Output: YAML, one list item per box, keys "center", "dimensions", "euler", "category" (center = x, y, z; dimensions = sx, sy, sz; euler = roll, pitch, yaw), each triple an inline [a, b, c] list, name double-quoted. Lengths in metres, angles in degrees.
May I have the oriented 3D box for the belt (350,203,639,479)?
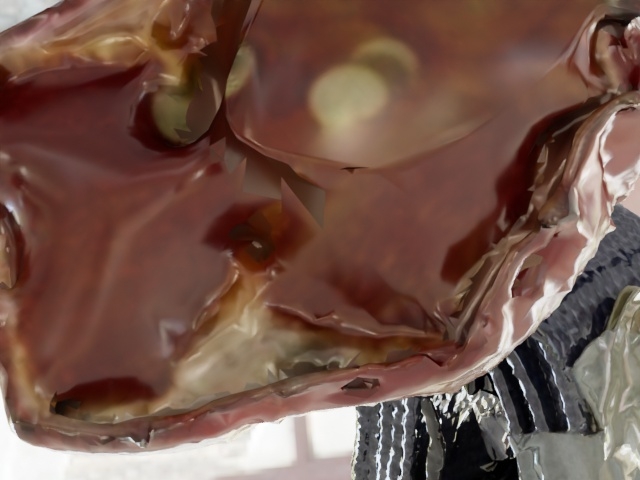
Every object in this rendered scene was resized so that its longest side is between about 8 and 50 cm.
- center: [0.086, 0.103, 0.679]
  dimensions: [0.139, 0.230, 0.126]
  euler: [12, -151, 40]
  category: "belt"

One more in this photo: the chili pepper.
- center: [0.000, 0.000, 0.430]
  dimensions: [0.136, 0.144, 0.252]
  euler: [22, 172, 9]
  category: "chili pepper"
